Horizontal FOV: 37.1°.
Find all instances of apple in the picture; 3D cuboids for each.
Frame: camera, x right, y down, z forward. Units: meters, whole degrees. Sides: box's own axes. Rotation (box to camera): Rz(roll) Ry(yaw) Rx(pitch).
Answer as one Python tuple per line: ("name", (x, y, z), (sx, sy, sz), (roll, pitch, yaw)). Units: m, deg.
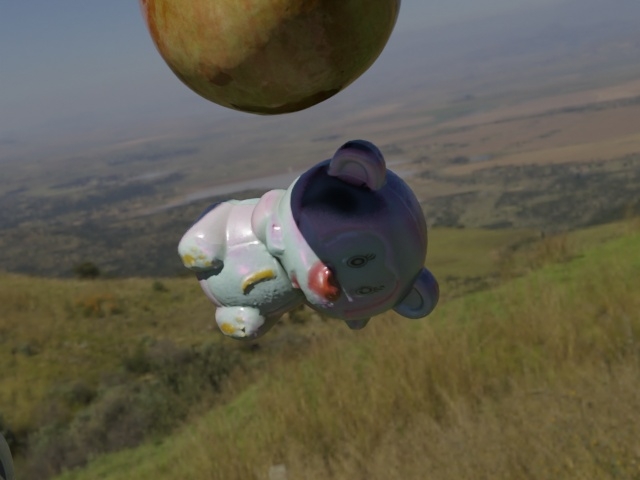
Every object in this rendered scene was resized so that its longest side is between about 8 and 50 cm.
("apple", (-0.053, -0.252, 0.903), (0.257, 0.256, 0.234), (-7, -32, 19))

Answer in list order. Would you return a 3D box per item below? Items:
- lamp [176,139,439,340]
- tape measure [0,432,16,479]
("lamp", (0.000, 0.000, 1.235), (0.301, 0.247, 0.247), (-13, 22, 32))
("tape measure", (-0.487, 0.334, 1.166), (0.130, 0.258, 0.265), (-7, 41, 18))
